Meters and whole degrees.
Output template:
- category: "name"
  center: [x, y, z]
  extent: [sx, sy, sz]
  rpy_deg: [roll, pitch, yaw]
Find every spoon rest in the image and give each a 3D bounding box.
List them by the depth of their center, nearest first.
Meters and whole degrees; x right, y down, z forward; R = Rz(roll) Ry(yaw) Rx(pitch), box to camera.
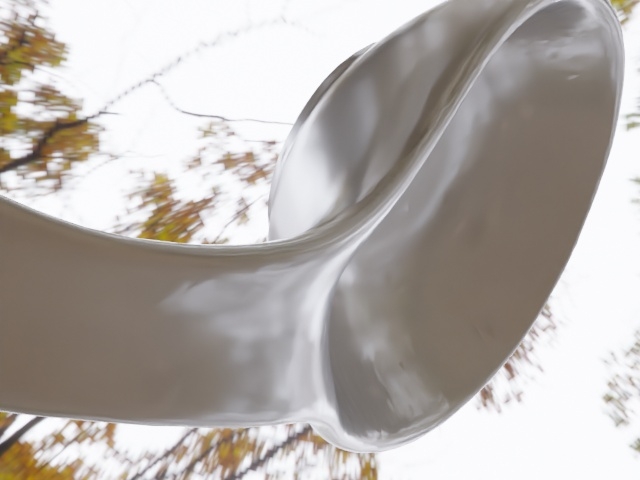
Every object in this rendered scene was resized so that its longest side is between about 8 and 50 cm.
- category: "spoon rest"
  center: [0.000, 0.000, 0.453]
  extent: [0.084, 0.276, 0.137]
  rpy_deg: [31, -67, 32]
